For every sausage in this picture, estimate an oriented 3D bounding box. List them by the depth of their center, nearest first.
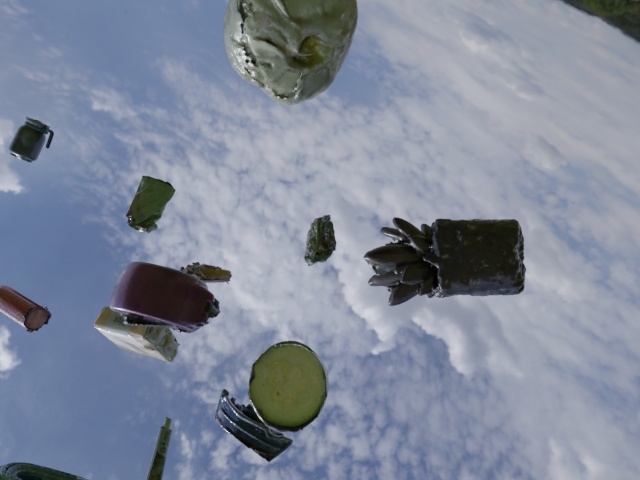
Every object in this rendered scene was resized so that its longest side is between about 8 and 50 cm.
[{"bbox_3d":[-0.529,0.109,0.720,0.145,0.050,0.048,20,-102,24],"label":"sausage"}]

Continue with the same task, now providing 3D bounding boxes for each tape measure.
[{"bbox_3d":[-0.375,0.151,1.020,0.245,0.231,0.149,22,-109,-22],"label":"tape measure"}]

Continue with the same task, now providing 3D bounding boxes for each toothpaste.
[{"bbox_3d":[-0.411,0.558,1.061,0.049,0.031,0.204,24,-120,-35],"label":"toothpaste"}]

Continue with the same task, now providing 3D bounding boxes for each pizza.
[{"bbox_3d":[-0.374,0.102,1.315,0.147,0.226,0.069,5,-99,-33],"label":"pizza"}]

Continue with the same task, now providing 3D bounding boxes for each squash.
[{"bbox_3d":[-0.067,0.376,1.094,0.220,0.220,0.133,56,-170,24],"label":"squash"}]

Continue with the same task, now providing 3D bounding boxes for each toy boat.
[{"bbox_3d":[-0.198,0.523,1.235,0.309,0.129,0.142,17,-117,38],"label":"toy boat"}]

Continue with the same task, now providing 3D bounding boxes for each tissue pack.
[{"bbox_3d":[-0.580,0.299,1.334,0.222,0.186,0.090,7,-129,23],"label":"tissue pack"}]

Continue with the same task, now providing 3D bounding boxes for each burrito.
[{"bbox_3d":[-0.688,-0.141,1.683,0.144,0.089,0.229,20,-111,-8],"label":"burrito"}]

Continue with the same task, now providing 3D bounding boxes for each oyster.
[{"bbox_3d":[0.000,0.001,0.756,0.100,0.037,0.098,19,-109,-65],"label":"oyster"}]

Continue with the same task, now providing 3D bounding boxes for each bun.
[{"bbox_3d":[-0.043,-0.343,0.689,0.239,0.239,0.141,-1,-139,-32],"label":"bun"}]

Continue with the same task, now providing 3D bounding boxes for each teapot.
[{"bbox_3d":[-0.563,-0.194,0.812,0.063,0.083,0.049,26,-179,38],"label":"teapot"}]

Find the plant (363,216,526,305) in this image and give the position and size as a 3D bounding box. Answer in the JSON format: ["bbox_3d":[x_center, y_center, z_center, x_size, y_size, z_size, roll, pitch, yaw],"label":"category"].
[{"bbox_3d":[0.266,0.049,0.908,0.181,0.321,0.194,19,-109,-56],"label":"plant"}]

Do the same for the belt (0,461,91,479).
[{"bbox_3d":[-0.325,0.399,0.606,0.302,0.087,0.072,26,-107,-18],"label":"belt"}]
